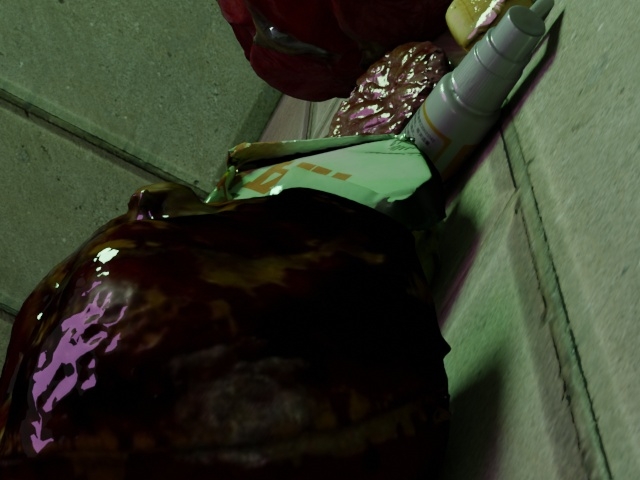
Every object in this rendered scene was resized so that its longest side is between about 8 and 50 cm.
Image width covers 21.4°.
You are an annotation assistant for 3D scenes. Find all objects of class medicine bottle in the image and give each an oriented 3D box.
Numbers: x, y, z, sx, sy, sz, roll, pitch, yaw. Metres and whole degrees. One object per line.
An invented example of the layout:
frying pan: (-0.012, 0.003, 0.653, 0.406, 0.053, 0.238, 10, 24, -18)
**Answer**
medicine bottle: (0.130, -0.121, 1.469, 0.092, 0.061, 0.221, -43, -8, -46)

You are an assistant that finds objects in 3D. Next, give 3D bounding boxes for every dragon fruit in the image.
dragon fruit: (0.034, -0.302, 1.770, 0.329, 0.329, 0.329, -61, 8, 15)

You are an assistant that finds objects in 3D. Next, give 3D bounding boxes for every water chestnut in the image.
water chestnut: (-0.065, 0.139, 1.130, 0.335, 0.335, 0.347, -105, 12, -78)

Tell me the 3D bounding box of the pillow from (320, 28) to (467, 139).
pillow: (0.063, -0.104, 1.678, 0.248, 0.049, 0.135, -40, 28, 27)

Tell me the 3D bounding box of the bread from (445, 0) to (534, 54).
bread: (0.159, -0.202, 1.533, 0.082, 0.056, 0.115, -50, 20, 10)

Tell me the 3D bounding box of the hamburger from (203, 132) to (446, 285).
hamburger: (0.000, 0.000, 1.383, 0.235, 0.214, 0.125, -108, 3, -56)

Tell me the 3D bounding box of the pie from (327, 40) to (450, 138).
pie: (0.064, -0.125, 1.617, 0.154, 0.036, 0.154, -34, 33, 27)
